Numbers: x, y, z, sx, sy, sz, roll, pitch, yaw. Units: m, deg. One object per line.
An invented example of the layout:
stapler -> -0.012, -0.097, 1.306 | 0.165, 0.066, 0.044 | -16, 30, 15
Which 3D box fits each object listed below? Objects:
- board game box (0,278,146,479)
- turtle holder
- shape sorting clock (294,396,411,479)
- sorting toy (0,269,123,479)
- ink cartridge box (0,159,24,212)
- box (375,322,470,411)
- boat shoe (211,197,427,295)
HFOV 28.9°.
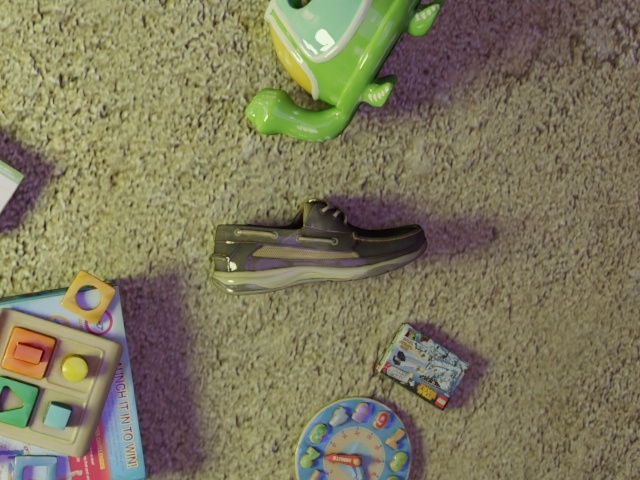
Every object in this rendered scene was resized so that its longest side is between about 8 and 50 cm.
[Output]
board game box -> -0.437, 0.234, 1.870 | 0.302, 0.086, 0.308 | -9, 96, -16
turtle holder -> 0.028, -0.313, 1.921 | 0.227, 0.243, 0.320 | 31, 125, -2
shape sorting clock -> 0.056, 0.362, 2.051 | 0.206, 0.040, 0.206 | -1, 94, -17
sorting toy -> -0.402, 0.209, 1.808 | 0.196, 0.047, 0.348 | 19, 88, -17
ink cartridge box -> -0.572, -0.043, 1.829 | 0.171, 0.056, 0.235 | 34, 82, -16
box -> 0.171, 0.212, 2.082 | 0.137, 0.027, 0.094 | 33, 83, -16
boat shoe -> 0.000, 0.000, 1.963 | 0.355, 0.132, 0.130 | -9, 97, -17
